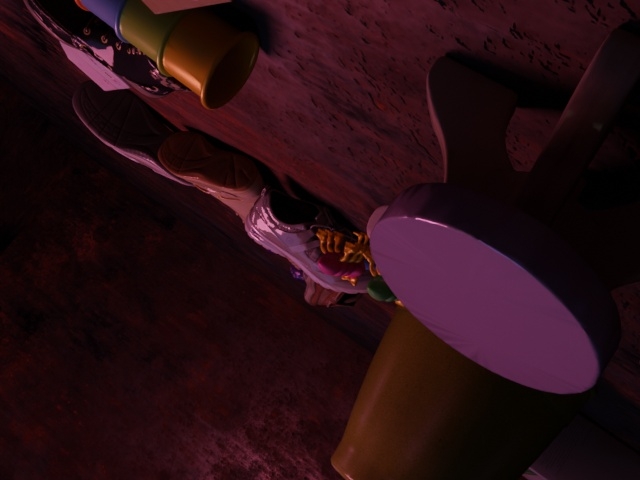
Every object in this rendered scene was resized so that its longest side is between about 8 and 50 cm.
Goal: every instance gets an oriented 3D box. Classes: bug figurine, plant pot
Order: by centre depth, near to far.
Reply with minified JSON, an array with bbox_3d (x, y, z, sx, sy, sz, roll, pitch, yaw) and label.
[{"bbox_3d":[0.112,0.053,1.003,0.216,0.072,0.279,10,-169,-39],"label":"bug figurine"},{"bbox_3d":[0.210,0.304,1.146,0.366,0.353,0.366,35,170,7],"label":"plant pot"}]

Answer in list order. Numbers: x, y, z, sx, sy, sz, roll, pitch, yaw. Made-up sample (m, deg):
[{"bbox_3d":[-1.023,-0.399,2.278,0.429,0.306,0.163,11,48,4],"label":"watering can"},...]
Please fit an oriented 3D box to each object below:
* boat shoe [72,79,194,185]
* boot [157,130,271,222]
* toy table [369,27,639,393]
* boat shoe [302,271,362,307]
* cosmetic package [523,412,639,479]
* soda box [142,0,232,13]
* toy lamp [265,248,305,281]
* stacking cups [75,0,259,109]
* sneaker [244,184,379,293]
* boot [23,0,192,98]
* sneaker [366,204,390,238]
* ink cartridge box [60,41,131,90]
[{"bbox_3d":[-0.376,-0.217,1.428,0.320,0.118,0.103,31,166,-10],"label":"boat shoe"},{"bbox_3d":[-0.184,-0.110,1.329,0.261,0.095,0.203,22,164,33],"label":"boot"},{"bbox_3d":[0.148,-0.011,0.478,0.252,0.161,0.274,36,169,6],"label":"toy table"},{"bbox_3d":[0.038,0.102,1.479,0.116,0.123,0.324,32,171,12],"label":"boat shoe"},{"bbox_3d":[0.524,0.455,1.351,0.365,0.155,0.197,35,167,12],"label":"cosmetic package"},{"bbox_3d":[-0.120,-0.247,0.595,0.061,0.058,0.181,43,167,-34],"label":"soda box"},{"bbox_3d":[-0.079,0.024,1.629,0.080,0.080,0.275,32,169,23],"label":"toy lamp"},{"bbox_3d":[-0.218,-0.267,0.730,0.316,0.096,0.096,36,170,7],"label":"stacking cups"},{"bbox_3d":[0.000,0.000,1.175,0.281,0.105,0.115,24,142,1],"label":"sneaker"},{"bbox_3d":[-0.257,-0.271,0.875,0.236,0.085,0.178,36,170,-34],"label":"boot"},{"bbox_3d":[0.159,0.019,0.866,0.094,0.080,0.212,30,-176,-47],"label":"sneaker"},{"bbox_3d":[-0.419,-0.350,1.137,0.232,0.066,0.189,37,171,-30],"label":"ink cartridge box"}]
